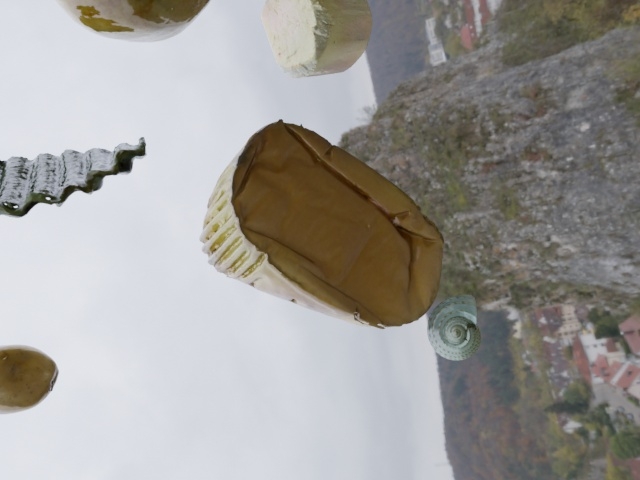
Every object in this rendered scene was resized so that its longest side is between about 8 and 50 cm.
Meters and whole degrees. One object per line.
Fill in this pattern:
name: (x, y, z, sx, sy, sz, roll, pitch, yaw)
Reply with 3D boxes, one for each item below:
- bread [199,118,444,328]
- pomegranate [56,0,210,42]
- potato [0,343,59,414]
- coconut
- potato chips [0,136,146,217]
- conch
bread: (0.000, 0.000, 0.630, 0.288, 0.156, 0.204, 25, -116, -16)
pomegranate: (-0.265, -0.390, 0.696, 0.233, 0.233, 0.233, -13, -90, -74)
potato: (-0.547, 0.233, 0.859, 0.109, 0.178, 0.119, 110, 162, -54)
coconut: (0.000, -0.511, 1.203, 0.244, 0.239, 0.239, -28, -74, -46)
potato chips: (-0.502, -0.127, 0.930, 0.429, 0.358, 0.070, 31, 135, 58)
conch: (0.150, 0.097, 0.577, 0.085, 0.056, 0.076, 126, 154, -82)
